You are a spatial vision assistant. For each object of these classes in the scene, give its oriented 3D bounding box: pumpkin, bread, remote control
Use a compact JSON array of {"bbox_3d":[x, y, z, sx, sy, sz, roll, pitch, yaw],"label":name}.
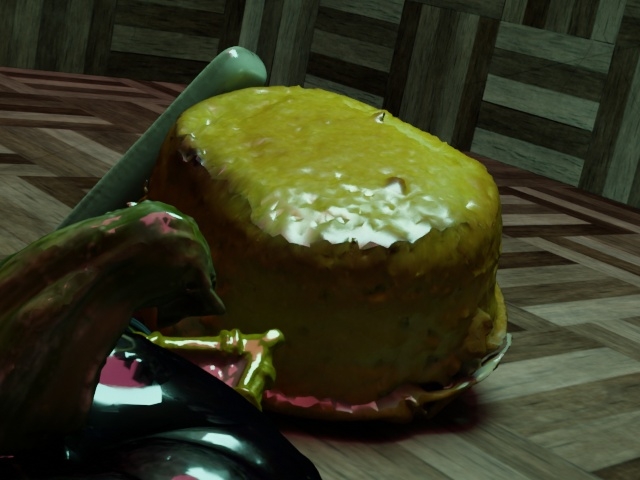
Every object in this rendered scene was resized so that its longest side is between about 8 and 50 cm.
[{"bbox_3d":[-0.121,0.114,0.366,0.295,0.296,0.296,11,14,-3],"label":"pumpkin"},{"bbox_3d":[0.002,0.001,0.966,0.336,0.204,0.358,-18,43,-30],"label":"bread"},{"bbox_3d":[-0.171,-0.075,1.078,0.038,0.309,0.090,49,14,16],"label":"remote control"}]

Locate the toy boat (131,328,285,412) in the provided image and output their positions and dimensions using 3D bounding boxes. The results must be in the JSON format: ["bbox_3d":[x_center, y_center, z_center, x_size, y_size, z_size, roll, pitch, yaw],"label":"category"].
[{"bbox_3d":[-0.148,0.110,0.694,0.318,0.099,0.141,-1,43,-50],"label":"toy boat"}]

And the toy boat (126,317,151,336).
[{"bbox_3d":[-0.225,0.087,0.756,0.246,0.093,0.103,2,10,-36],"label":"toy boat"}]
